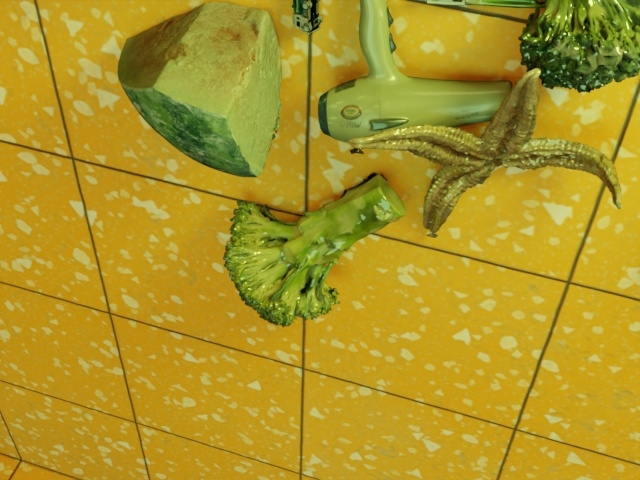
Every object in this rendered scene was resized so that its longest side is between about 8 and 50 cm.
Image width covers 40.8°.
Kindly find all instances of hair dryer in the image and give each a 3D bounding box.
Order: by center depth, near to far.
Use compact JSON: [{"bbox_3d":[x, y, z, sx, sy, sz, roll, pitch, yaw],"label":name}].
[{"bbox_3d":[0.157,-0.259,1.287,0.295,0.119,0.298,14,125,2],"label":"hair dryer"}]

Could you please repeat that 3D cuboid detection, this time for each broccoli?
[{"bbox_3d":[0.353,-0.325,1.088,0.198,0.177,0.275,4,118,18],"label":"broccoli"},{"bbox_3d":[0.006,0.022,1.580,0.361,0.221,0.252,-10,93,32],"label":"broccoli"}]

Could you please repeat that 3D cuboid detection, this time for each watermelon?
[{"bbox_3d":[-0.166,-0.260,1.366,0.228,0.258,0.387,40,-178,-38],"label":"watermelon"}]

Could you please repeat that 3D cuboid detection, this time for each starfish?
[{"bbox_3d":[0.253,-0.109,1.308,0.398,0.132,0.383,-1,165,35],"label":"starfish"}]

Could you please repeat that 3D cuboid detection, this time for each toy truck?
[{"bbox_3d":[-0.023,-0.357,1.299,0.044,0.039,0.083,25,140,24],"label":"toy truck"}]

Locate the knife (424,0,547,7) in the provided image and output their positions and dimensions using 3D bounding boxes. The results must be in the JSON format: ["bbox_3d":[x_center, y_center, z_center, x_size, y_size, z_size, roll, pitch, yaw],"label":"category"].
[{"bbox_3d":[0.228,-0.340,1.210,0.184,0.026,0.022,7,143,14],"label":"knife"}]
